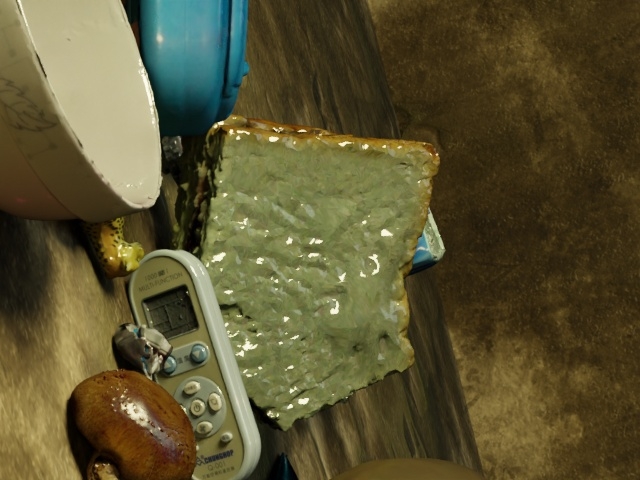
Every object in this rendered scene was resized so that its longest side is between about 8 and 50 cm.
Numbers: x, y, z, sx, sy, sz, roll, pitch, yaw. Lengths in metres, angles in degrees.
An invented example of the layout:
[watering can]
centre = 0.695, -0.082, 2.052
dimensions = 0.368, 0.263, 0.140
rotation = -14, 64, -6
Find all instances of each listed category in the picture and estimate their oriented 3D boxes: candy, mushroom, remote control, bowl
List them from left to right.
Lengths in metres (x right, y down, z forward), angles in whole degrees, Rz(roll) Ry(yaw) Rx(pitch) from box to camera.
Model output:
[bowl]
centre = -0.248, -0.138, 1.365
dimensions = 0.287, 0.143, 0.287
rotation = -20, 90, -79
[mushroom]
centre = -0.161, 0.165, 1.452
dimensions = 0.127, 0.087, 0.127
rotation = 46, 12, -12
[candy]
centre = -0.152, 0.167, 1.566
dimensions = 0.094, 0.051, 0.226
rotation = 64, 13, -45
[remote control]
centre = -0.122, 0.125, 1.674
dimensions = 0.047, 0.087, 0.244
rotation = -8, 79, -61

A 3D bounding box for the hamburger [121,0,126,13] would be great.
[hamburger]
centre = -0.231, -0.414, 1.865
dimensions = 0.330, 0.162, 0.209
rotation = 60, 17, -28

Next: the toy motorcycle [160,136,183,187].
[toy motorcycle]
centre = -0.172, -0.159, 1.905
dimensions = 0.229, 0.094, 0.130
rotation = -103, 167, -50

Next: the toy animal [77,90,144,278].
[toy animal]
centre = -0.196, -0.050, 1.566
dimensions = 0.181, 0.073, 0.136
rotation = 123, -38, -71

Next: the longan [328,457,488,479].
[longan]
centre = 0.083, 0.401, 1.616
dimensions = 0.404, 0.336, 0.404
rotation = -164, -90, -86

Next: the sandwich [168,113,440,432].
[sandwich]
centre = -0.026, 0.040, 1.790
dimensions = 0.131, 0.262, 0.325
rotation = -169, -95, -67

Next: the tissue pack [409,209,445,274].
[tissue pack]
centre = 0.000, 0.000, 1.996
dimensions = 0.198, 0.263, 0.146
rotation = -14, 85, -82

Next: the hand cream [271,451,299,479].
[hand cream]
centre = -0.031, 0.320, 1.917
dimensions = 0.270, 0.061, 0.120
rotation = -62, 128, -85

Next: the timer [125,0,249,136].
[timer]
centre = -0.133, -0.271, 1.628
dimensions = 0.309, 0.115, 0.340
rotation = -153, -118, -79
